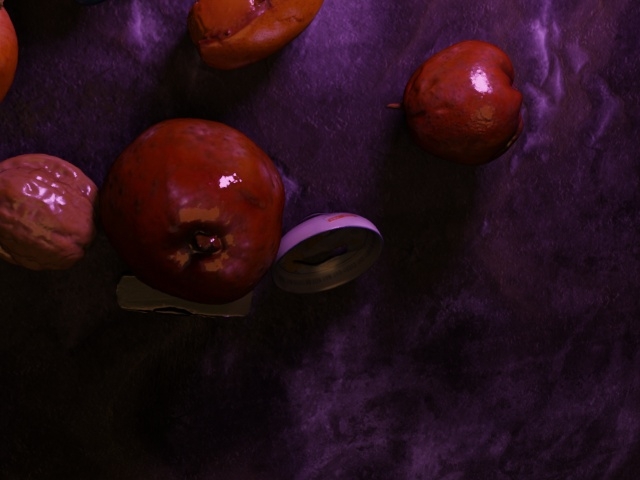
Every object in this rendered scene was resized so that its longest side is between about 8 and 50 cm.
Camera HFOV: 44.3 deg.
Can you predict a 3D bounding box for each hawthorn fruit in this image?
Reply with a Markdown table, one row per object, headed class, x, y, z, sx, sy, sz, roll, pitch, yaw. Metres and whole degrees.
| class | x | y | z | sx | sy | sz | roll | pitch | yaw |
| --- | --- | --- | --- | --- | --- | --- | --- | --- | --- |
| hawthorn fruit | 0.292 | -0.294 | 1.741 | 0.298 | 0.277 | 0.276 | -2 | 113 | 7 |
| hawthorn fruit | -0.256 | -0.052 | 1.623 | 0.403 | 0.403 | 0.402 | -5 | 113 | -13 |

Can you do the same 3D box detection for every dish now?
| class | x | y | z | sx | sy | sz | roll | pitch | yaw |
| --- | --- | --- | --- | --- | --- | --- | --- | --- | --- |
| dish | 0.000 | 0.000 | 1.853 | 0.274 | 0.133 | 0.273 | -14 | 148 | -9 |

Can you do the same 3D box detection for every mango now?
| class | x | y | z | sx | sy | sz | roll | pitch | yaw |
| --- | --- | --- | --- | --- | --- | --- | --- | --- | --- |
| mango | -0.122 | -0.490 | 1.602 | 0.350 | 0.201 | 0.199 | -35 | 153 | -8 |

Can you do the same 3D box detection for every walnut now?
| class | x | y | z | sx | sy | sz | roll | pitch | yaw |
| --- | --- | --- | --- | --- | --- | --- | --- | --- | --- |
| walnut | -0.584 | -0.059 | 1.621 | 0.257 | 0.224 | 0.257 | -3 | 104 | -13 |

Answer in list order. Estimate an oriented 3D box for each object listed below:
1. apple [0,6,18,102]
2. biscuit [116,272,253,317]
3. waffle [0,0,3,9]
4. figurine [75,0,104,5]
| class | x | y | z | sx | sy | sz | roll | pitch | yaw |
| --- | --- | --- | --- | --- | --- | --- | --- | --- | --- |
| apple | -0.718 | -0.344 | 1.446 | 0.299 | 0.299 | 0.275 | 42 | 141 | -25 |
| biscuit | -0.321 | 0.131 | 1.869 | 0.323 | 0.038 | 0.099 | 5 | 107 | -16 |
| waffle | -0.614 | -0.550 | 1.428 | 0.052 | 0.245 | 0.254 | -21 | 128 | 38 |
| figurine | -0.372 | -0.638 | 1.463 | 0.243 | 0.298 | 0.416 | 21 | 116 | 25 |
